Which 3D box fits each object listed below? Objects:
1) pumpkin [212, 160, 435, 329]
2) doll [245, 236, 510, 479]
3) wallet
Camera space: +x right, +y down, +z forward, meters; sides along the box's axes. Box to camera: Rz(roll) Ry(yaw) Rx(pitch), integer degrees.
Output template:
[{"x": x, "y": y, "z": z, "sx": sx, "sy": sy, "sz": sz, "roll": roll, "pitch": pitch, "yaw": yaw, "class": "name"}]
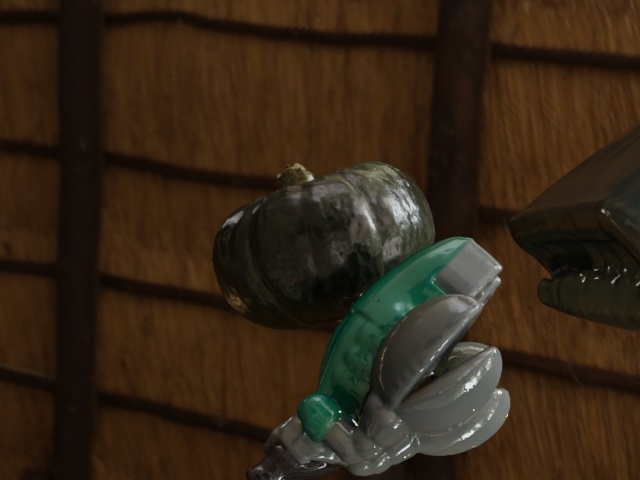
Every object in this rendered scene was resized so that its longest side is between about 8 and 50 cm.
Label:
[{"x": 0.002, "y": 0.001, "z": 1.273, "sx": 0.211, "sy": 0.211, "sz": 0.152, "roll": -8, "pitch": -90, "yaw": 21, "class": "pumpkin"}, {"x": 0.068, "y": 0.123, "z": 1.120, "sx": 0.153, "sy": 0.195, "sz": 0.258, "roll": 42, "pitch": -69, "yaw": 11, "class": "doll"}, {"x": 0.253, "y": -0.087, "z": 0.650, "sx": 0.360, "sy": 0.252, "sz": 0.083, "roll": -35, "pitch": -86, "yaw": -6, "class": "wallet"}]
